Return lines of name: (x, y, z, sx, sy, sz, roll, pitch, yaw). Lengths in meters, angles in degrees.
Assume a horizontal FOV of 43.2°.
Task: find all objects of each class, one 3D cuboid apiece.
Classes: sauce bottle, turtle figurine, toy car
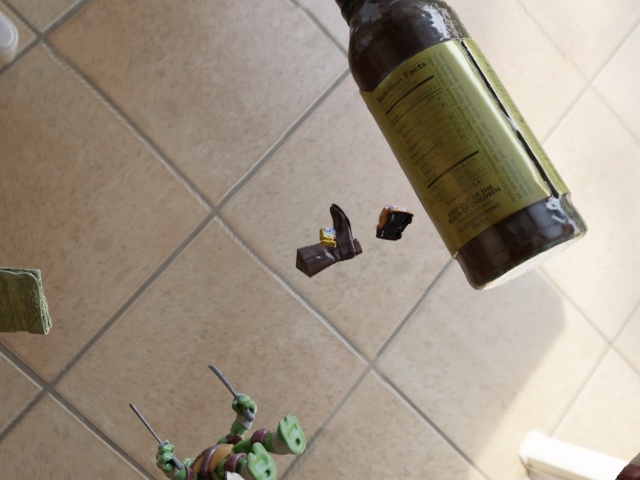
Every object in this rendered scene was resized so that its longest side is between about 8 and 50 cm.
sauce bottle: (0.096, -0.128, 0.691, 0.111, 0.111, 0.344, -19, 73, -23)
turtle figurine: (-0.179, 0.333, 1.395, 0.198, 0.266, 0.274, 15, 67, -47)
toy car: (0.057, -0.027, 1.056, 0.122, 0.060, 0.040, -3, 49, -8)

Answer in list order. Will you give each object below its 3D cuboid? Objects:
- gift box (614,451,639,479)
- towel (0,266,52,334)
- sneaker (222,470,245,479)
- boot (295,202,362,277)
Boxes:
gift box: (0.260, 0.174, 0.360, 0.276, 0.258, 0.255, 40, 81, 2)
towel: (-0.531, 0.105, 1.404, 0.110, 0.027, 0.148, 2, 126, -1)
sneaker: (-0.098, 0.352, 1.069, 0.075, 0.161, 0.057, 21, 82, -8)
boot: (0.000, 0.000, 1.361, 0.114, 0.037, 0.106, -23, 72, -16)
